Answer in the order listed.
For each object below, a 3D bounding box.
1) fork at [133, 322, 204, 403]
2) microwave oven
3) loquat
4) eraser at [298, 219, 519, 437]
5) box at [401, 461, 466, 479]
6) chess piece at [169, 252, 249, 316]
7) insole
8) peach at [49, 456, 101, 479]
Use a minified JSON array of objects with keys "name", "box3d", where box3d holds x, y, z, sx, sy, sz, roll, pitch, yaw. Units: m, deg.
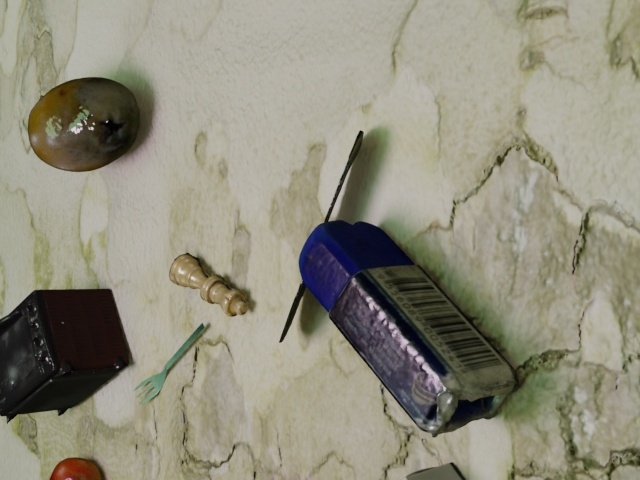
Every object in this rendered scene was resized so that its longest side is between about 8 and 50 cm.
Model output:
[{"name":"fork","box3d":[-0.264,0.220,1.664,0.235,0.021,0.039,-45,66,30]},{"name":"microwave oven","box3d":[-0.516,0.218,1.777,0.247,0.188,0.178,-36,67,35]},{"name":"loquat","box3d":[-0.434,-0.216,1.712,0.227,0.179,0.179,-12,82,27]},{"name":"eraser","box3d":[0.107,0.110,1.240,0.332,0.155,0.101,48,121,31]},{"name":"box","box3d":[0.170,0.476,1.214,0.299,0.106,0.200,54,124,30]},{"name":"chess piece","box3d":[-0.183,0.080,1.570,0.172,0.060,0.060,28,108,36]},{"name":"insole","box3d":[0.000,0.000,1.380,0.009,0.119,0.348,21,103,2]},{"name":"peach","box3d":[-0.474,0.474,1.803,0.101,0.101,0.101,0,90,42]}]
